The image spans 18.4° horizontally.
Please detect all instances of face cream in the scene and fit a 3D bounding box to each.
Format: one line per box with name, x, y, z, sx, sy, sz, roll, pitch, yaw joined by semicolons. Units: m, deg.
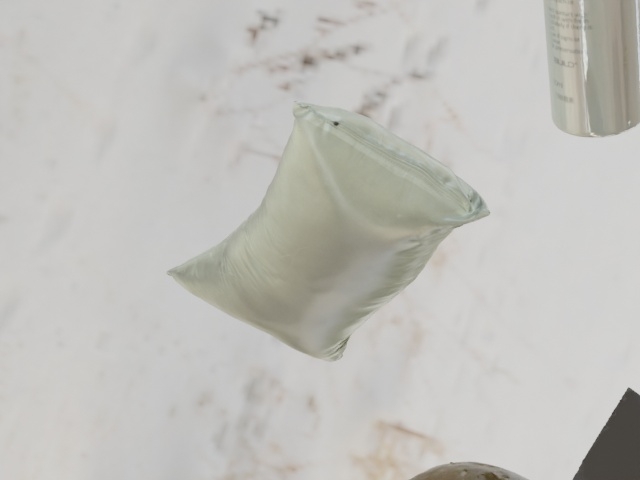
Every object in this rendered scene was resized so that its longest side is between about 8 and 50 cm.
face cream;0.243;-0.248;1.780;0.092;0.092;0.311;-39;131;-41

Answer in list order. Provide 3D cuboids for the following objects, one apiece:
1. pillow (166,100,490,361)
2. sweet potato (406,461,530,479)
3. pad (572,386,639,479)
pillow;-0.001;0.000;1.330;0.254;0.144;0.078;131;-25;-55
sweet potato;0.229;0.312;1.561;0.130;0.422;0.130;-49;170;-12
pad;0.428;0.369;2.308;0.007;0.367;0.247;24;100;-51
